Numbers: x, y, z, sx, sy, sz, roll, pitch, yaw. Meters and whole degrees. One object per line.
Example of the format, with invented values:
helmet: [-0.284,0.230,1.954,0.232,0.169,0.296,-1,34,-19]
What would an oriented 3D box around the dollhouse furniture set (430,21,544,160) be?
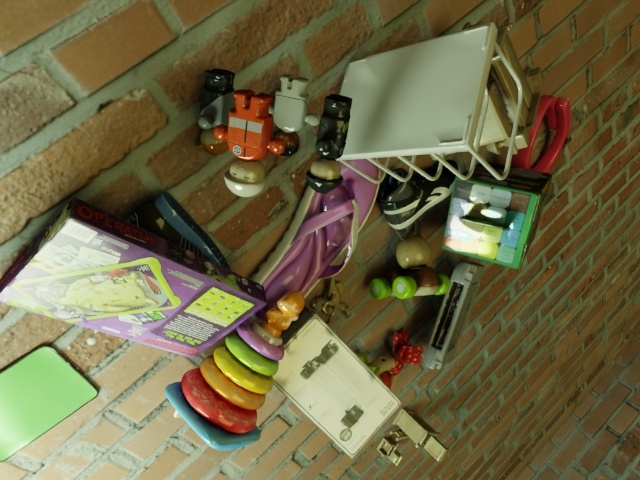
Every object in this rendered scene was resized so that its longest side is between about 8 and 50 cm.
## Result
dollhouse furniture set: [0.340,-0.362,0.999,0.303,0.173,0.356,51,51,-29]

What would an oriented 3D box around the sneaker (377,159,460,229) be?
sneaker: [0.221,-0.133,1.000,0.217,0.079,0.121,-43,130,-9]

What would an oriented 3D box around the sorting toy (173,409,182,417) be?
sorting toy: [-0.260,0.334,0.933,0.062,0.012,0.083,23,98,-40]

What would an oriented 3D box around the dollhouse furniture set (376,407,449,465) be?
dollhouse furniture set: [0.294,0.641,1.368,0.101,0.182,0.161,30,93,-41]

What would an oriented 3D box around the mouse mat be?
mouse mat: [-0.492,0.271,0.742,0.189,0.007,0.153,-35,128,-18]

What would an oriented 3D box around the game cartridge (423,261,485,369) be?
game cartridge: [0.373,0.200,1.241,0.196,0.060,0.295,8,102,-57]

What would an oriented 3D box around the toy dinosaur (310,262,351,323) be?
toy dinosaur: [0.024,0.126,1.017,0.092,0.053,0.183,-45,141,-26]

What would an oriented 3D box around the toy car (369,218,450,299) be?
toy car: [0.208,0.041,1.074,0.155,0.148,0.189,1,83,-39]

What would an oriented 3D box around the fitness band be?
fitness band: [0.571,-0.252,1.172,0.209,0.054,0.290,-59,147,4]

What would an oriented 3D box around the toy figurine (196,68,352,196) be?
toy figurine: [-0.074,-0.165,0.690,0.212,0.209,0.148,-10,124,-33]

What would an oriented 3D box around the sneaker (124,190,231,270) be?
sneaker: [-0.232,0.022,0.763,0.090,0.081,0.232,-32,129,-1]

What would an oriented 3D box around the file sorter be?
file sorter: [0.180,-0.207,0.778,0.173,0.277,0.193,22,78,-44]

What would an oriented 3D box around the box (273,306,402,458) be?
box: [0.018,0.306,0.985,0.169,0.087,0.290,-46,101,-8]

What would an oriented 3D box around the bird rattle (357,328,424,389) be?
bird rattle: [0.154,0.352,1.198,0.253,0.143,0.207,-22,136,-41]

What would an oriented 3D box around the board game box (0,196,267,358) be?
board game box: [-0.280,0.083,0.717,0.208,0.056,0.346,-40,134,18]

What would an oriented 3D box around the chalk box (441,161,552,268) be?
chalk box: [0.400,-0.059,1.033,0.289,0.180,0.179,-29,130,-52]

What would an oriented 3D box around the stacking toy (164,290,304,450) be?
stacking toy: [-0.129,0.216,0.843,0.302,0.165,0.175,-55,151,-1]

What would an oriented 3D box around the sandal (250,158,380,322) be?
sandal: [0.010,0.006,0.903,0.169,0.102,0.416,32,92,-41]
